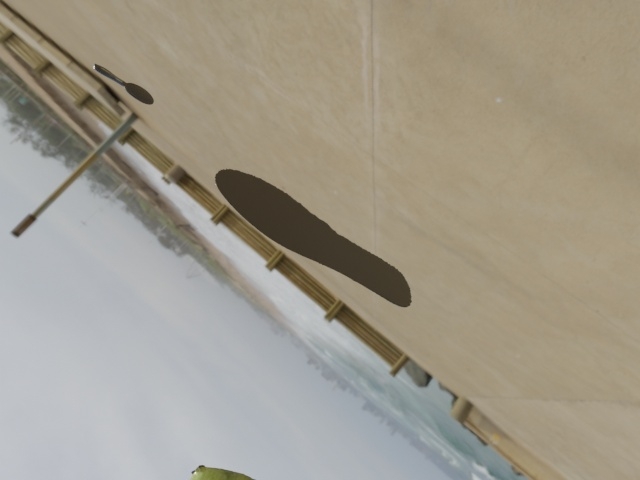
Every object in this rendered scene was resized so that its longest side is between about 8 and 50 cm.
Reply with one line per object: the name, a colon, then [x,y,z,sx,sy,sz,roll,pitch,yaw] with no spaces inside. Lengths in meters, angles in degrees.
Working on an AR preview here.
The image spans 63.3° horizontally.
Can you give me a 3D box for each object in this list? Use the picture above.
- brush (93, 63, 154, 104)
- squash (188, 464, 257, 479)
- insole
brush: [-0.255,-0.203,0.674,0.083,0.024,0.008,31,138,-25]
squash: [-0.140,0.412,0.556,0.138,0.287,0.137,8,137,7]
insole: [0.000,0.000,0.691,0.322,0.007,0.109,31,-145,-20]
